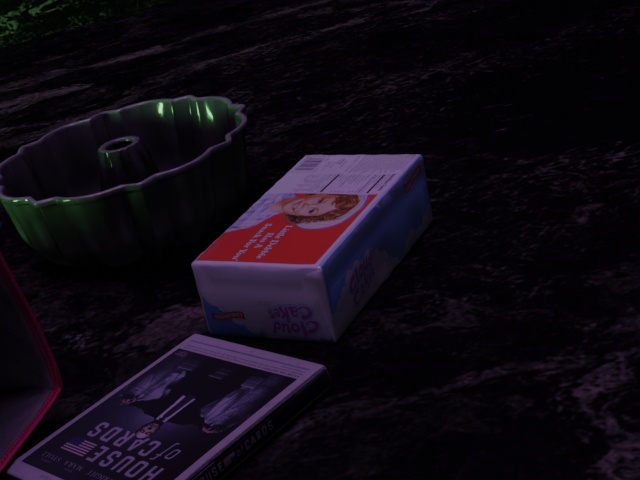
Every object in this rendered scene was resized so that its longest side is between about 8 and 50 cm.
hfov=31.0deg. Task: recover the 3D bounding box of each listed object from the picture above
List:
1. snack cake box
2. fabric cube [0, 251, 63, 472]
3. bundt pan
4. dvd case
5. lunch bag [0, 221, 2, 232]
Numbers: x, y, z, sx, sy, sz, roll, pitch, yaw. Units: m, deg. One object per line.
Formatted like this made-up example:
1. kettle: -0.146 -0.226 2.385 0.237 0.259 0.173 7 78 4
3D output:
1. snack cake box: 0.000 0.000 1.225 0.152 0.089 0.264 3 29 29
2. fabric cube: -0.425 0.113 0.982 0.258 0.254 0.259 -12 24 23
3. bundt pan: -0.237 -0.066 1.450 0.331 0.124 0.331 -11 24 5
4. dvd case: -0.132 0.165 1.013 0.179 0.029 0.239 9 32 42
5. lunch bag: -0.595 0.002 1.510 0.303 0.115 0.243 -5 28 17
